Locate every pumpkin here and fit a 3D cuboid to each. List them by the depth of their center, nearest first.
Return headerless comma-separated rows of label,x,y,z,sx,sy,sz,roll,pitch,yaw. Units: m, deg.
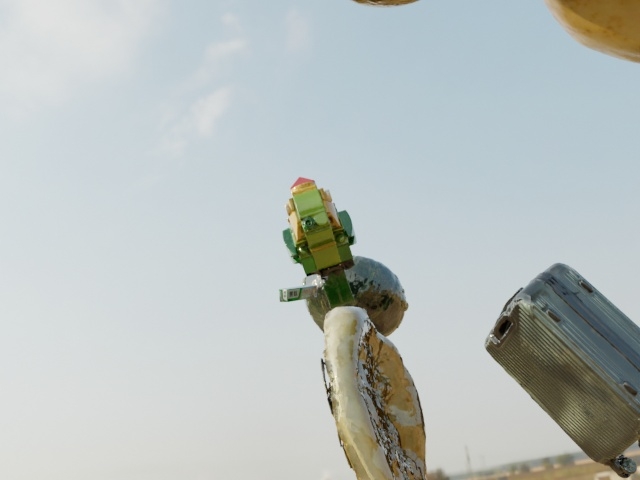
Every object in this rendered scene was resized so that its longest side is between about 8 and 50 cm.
pumpkin,0.062,0.105,1.646,0.146,0.190,0.190,-46,1,-27

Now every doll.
doll,-0.002,-0.006,1.367,0.106,0.134,0.186,-17,-42,1

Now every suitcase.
suitcase,0.409,0.195,1.401,0.128,0.312,0.202,-35,-21,-29

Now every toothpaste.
toothpaste,-0.033,0.080,1.389,0.017,0.020,0.083,0,2,32

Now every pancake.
pancake,0.064,0.197,0.917,0.049,0.282,0.282,-18,-17,13

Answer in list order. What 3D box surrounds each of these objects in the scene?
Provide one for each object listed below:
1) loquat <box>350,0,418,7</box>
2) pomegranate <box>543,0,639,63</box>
loquat,0.083,-0.339,0.975,0.227,0.179,0.179,-25,-2,-41
pomegranate,0.414,-0.370,1.072,0.343,0.342,0.342,-9,-16,-2
